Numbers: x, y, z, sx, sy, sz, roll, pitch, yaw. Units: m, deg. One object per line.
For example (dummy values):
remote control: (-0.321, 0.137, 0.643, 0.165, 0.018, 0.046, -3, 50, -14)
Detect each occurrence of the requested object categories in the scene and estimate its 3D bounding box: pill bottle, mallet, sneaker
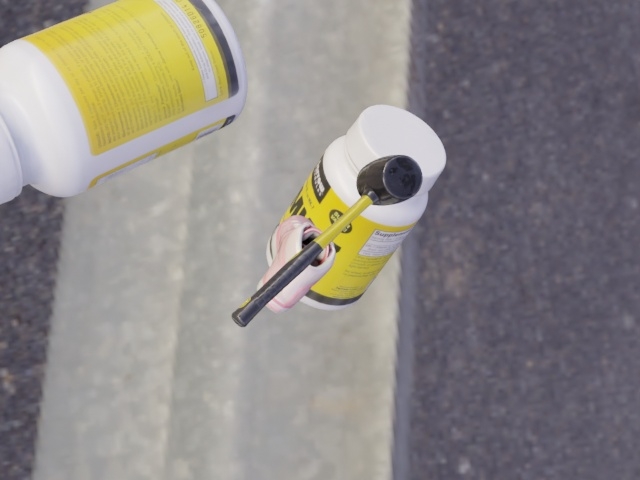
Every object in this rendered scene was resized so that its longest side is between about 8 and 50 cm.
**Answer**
pill bottle: (-0.145, -0.089, 0.935, 0.184, 0.103, 0.103, -27, 102, -28)
pill bottle: (0.037, -0.034, 1.523, 0.119, 0.208, 0.119, 19, 42, -18)
mallet: (0.000, 0.000, 1.168, 0.190, 0.062, 0.039, -41, 100, -9)
sneaker: (-0.011, 0.006, 1.314, 0.051, 0.070, 0.134, 38, 31, -10)
